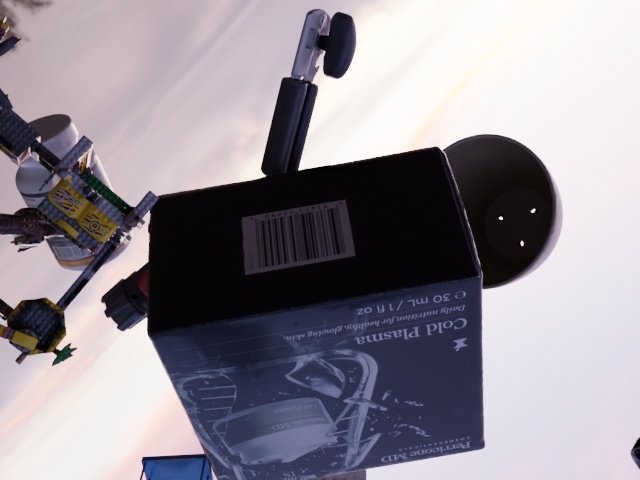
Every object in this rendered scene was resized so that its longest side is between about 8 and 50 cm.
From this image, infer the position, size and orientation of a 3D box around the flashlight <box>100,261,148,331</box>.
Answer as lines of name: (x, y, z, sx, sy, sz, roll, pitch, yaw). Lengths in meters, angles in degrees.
flashlight: (-0.263, 0.052, 1.575, 0.304, 0.103, 0.103, -39, 179, 12)

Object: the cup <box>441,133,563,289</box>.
cup: (0.399, -0.049, 1.914, 0.331, 0.331, 0.237, -42, 152, 23)

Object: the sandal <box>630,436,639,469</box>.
sandal: (0.415, 0.305, 0.883, 0.054, 0.254, 0.097, -32, 168, -32)

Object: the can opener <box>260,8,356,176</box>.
can opener: (-0.017, -0.230, 1.398, 0.076, 0.095, 0.284, -8, 115, -60)

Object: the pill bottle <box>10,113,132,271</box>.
pill bottle: (-0.483, -0.090, 1.663, 0.162, 0.279, 0.162, -12, -147, 8)

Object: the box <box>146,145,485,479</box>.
box: (0.009, 0.146, 1.438, 0.479, 0.472, 0.297, -10, -133, 2)

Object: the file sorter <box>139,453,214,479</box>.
file sorter: (-0.247, 0.472, 1.509, 0.118, 0.170, 0.104, -4, -150, 5)

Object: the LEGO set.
LEGO set: (-0.324, -0.039, 0.875, 0.255, 0.331, 0.192, -43, -173, -16)

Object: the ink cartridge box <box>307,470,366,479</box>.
ink cartridge box: (0.015, 0.548, 2.123, 0.066, 0.189, 0.232, 119, -30, -60)
